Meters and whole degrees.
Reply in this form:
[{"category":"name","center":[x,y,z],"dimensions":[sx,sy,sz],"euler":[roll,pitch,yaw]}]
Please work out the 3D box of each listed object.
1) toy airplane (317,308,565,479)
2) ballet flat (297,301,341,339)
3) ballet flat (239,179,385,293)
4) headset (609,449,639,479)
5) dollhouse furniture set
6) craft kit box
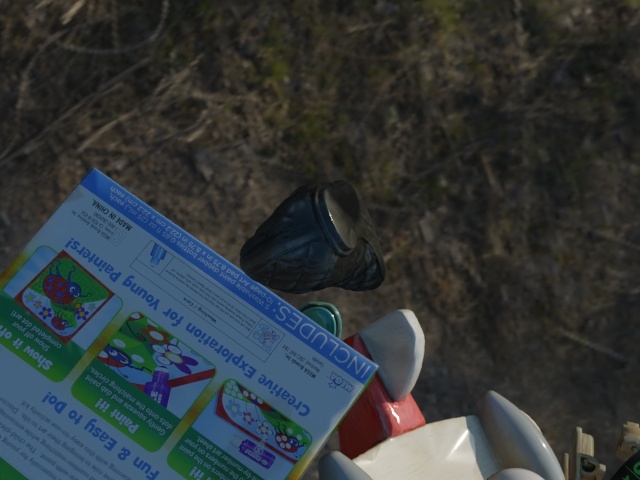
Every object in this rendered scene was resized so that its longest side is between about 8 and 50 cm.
[{"category":"toy airplane","center":[0.120,0.257,1.408],"dimensions":[0.384,0.272,0.386],"euler":[51,46,-34]},{"category":"ballet flat","center":[-0.029,0.179,1.832],"dimensions":[0.083,0.247,0.087],"euler":[31,21,17]},{"category":"ballet flat","center":[0.000,0.000,0.676],"dimensions":[0.173,0.049,0.057],"euler":[19,49,-77]},{"category":"headset","center":[0.381,0.358,1.420],"dimensions":[0.243,0.185,0.394],"euler":[-47,122,-14]},{"category":"dollhouse furniture set","center":[0.389,0.322,1.739],"dimensions":[0.151,0.144,0.123],"euler":[14,35,2]},{"category":"craft kit box","center":[-0.130,0.116,0.912],"dimensions":[0.250,0.061,0.246],"euler":[35,65,6]}]
